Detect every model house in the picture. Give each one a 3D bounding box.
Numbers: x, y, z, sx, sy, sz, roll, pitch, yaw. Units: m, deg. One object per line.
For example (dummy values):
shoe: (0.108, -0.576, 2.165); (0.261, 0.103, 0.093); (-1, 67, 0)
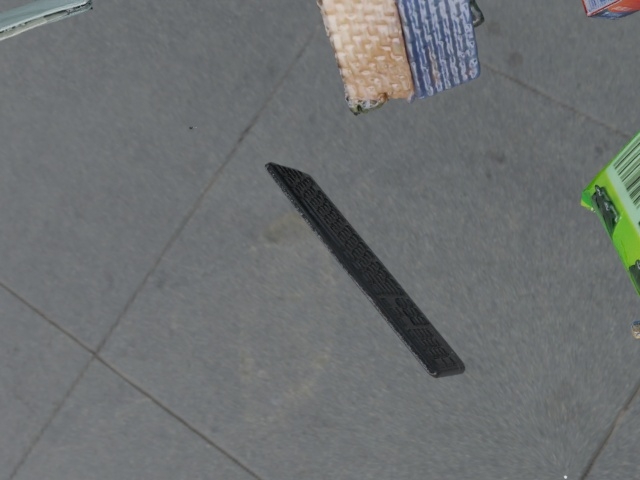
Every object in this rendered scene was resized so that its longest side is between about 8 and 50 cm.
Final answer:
model house: (0.119, -0.261, 1.088); (0.172, 0.166, 0.183); (-2, 38, 27)

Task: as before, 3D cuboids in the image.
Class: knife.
knife: (-0.337, -0.250, 1.054); (0.162, 0.023, 0.044); (-24, 47, -15)

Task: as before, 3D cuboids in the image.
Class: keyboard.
keyboard: (0.008, -0.010, 0.938); (0.381, 0.103, 0.041); (45, 104, 21)

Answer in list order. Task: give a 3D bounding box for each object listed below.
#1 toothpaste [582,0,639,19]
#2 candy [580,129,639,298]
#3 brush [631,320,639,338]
toothpaste: (0.336, -0.440, 1.173); (0.066, 0.076, 0.320); (-20, 83, 46)
candy: (0.135, -0.016, 0.295); (0.032, 0.178, 0.102); (38, 112, -13)
brush: (0.449, 0.102, 1.236); (0.051, 0.164, 0.014); (-6, 99, 29)
